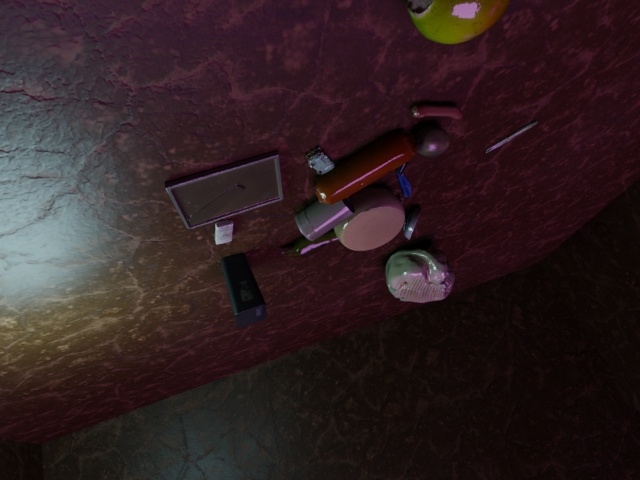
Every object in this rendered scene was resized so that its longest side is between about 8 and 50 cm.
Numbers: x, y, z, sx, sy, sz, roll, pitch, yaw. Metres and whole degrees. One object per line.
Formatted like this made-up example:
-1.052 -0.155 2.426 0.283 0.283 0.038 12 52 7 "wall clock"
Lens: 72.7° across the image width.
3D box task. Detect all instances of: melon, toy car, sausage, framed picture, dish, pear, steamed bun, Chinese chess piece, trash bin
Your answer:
0.344 -0.307 1.344 0.130 0.098 0.098 -7 151 -34 "melon"
0.004 -0.230 1.281 0.059 0.035 0.122 -30 164 13 "toy car"
0.132 -0.221 1.332 0.348 0.097 0.094 -31 162 13 "sausage"
-0.260 -0.138 1.252 0.314 0.024 0.232 -19 155 -11 "framed picture"
0.367 -0.083 1.838 0.141 0.077 0.141 22 90 -80 "dish"
0.342 -0.376 1.267 0.186 0.043 0.043 -7 151 -29 "sausage"
0.280 -0.479 0.851 0.219 0.188 0.187 -3 149 -26 "pear"
0.511 0.155 2.242 0.351 0.248 0.339 -3 145 12 "steamed bun"
0.177 -0.075 1.602 0.273 0.102 0.273 -13 143 -10 "Chinese chess piece"
-0.288 0.182 1.616 0.114 0.226 0.165 -16 154 -14 "trash bin"

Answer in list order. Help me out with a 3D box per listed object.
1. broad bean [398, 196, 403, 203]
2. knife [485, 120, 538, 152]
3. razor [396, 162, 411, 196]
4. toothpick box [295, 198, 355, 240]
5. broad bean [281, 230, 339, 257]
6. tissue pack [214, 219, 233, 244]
0.231 -0.076 1.759 0.098 0.056 0.318 1 142 -38 "broad bean"
0.704 -0.382 1.606 0.207 0.014 0.030 -30 154 17 "knife"
0.298 -0.219 1.550 0.082 0.042 0.253 -64 157 -10 "razor"
0.014 -0.088 1.479 0.180 0.111 0.111 -33 153 18 "toothpick box"
0.003 0.005 1.704 0.324 0.067 0.075 -16 163 -11 "broad bean"
-0.315 -0.026 1.420 0.056 0.023 0.108 -13 154 -20 "tissue pack"
